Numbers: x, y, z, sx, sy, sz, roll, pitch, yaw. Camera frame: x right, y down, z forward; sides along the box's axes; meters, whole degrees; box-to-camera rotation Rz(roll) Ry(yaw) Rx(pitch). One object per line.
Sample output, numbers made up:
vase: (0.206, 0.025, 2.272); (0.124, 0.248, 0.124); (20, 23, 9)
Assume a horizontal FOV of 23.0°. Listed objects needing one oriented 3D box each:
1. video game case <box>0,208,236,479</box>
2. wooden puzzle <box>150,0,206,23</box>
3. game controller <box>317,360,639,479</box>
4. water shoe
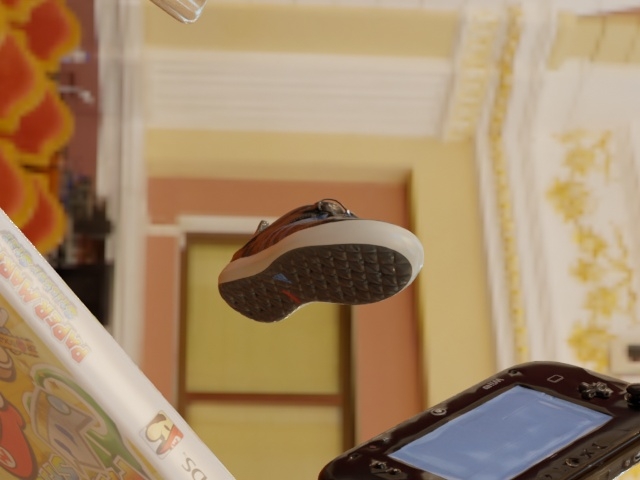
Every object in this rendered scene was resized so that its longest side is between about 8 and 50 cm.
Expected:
video game case: (-0.144, 0.065, 0.638); (0.227, 0.206, 0.026); (-25, -162, 52)
wooden puzzle: (-0.082, -0.356, 1.073); (0.080, 0.348, 0.322); (43, 7, 34)
game controller: (0.148, 0.171, 1.284); (0.166, 0.319, 0.067); (26, -58, 37)
water shoe: (0.000, 0.000, 1.093); (0.203, 0.073, 0.080); (-15, -138, 50)
